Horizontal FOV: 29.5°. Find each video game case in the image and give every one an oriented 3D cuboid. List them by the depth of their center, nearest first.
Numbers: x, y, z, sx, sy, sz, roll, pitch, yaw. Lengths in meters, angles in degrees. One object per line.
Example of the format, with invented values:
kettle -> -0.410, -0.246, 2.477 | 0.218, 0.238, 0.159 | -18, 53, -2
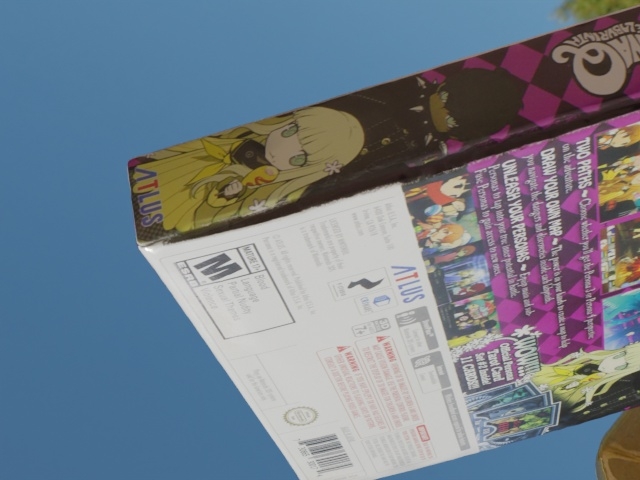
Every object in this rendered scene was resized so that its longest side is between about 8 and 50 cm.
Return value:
video game case -> 0.065, 0.016, 0.455 | 0.210, 0.232, 0.042 | -16, -122, 5

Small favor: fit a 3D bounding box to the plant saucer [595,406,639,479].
plant saucer -> 0.290, 0.080, 0.637 | 0.081, 0.333, 0.333 | 31, -163, -4
